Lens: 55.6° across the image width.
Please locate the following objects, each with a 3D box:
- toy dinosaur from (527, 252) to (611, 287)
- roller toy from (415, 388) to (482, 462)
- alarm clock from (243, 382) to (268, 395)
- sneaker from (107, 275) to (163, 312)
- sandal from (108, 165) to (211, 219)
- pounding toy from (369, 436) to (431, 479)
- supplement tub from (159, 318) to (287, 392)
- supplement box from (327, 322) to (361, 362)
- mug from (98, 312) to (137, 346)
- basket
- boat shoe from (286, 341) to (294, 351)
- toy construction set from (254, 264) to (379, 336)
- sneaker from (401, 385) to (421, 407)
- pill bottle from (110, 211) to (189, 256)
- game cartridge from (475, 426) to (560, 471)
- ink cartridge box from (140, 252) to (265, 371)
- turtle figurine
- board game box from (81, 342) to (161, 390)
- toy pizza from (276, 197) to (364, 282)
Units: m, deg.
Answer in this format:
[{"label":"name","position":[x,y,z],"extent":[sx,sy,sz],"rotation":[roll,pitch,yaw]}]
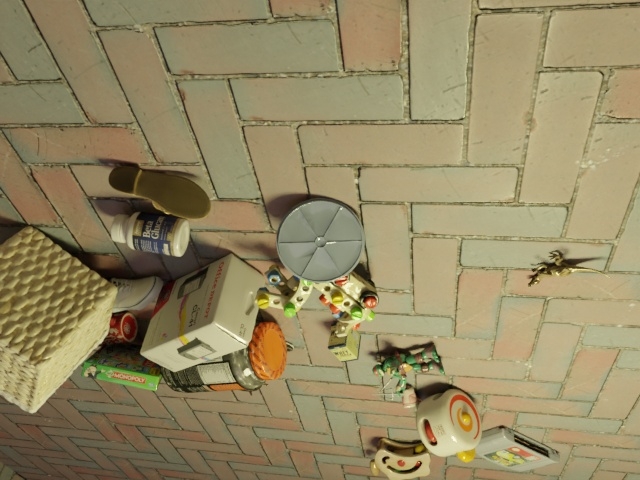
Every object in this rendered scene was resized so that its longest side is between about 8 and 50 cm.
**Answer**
[{"label":"toy dinosaur","position":[0.557,0.066,1.392],"extent":[0.183,0.053,0.093],"rotation":[-13,151,37]},{"label":"roller toy","position":[0.412,0.578,1.923],"extent":[0.191,0.209,0.146],"rotation":[37,134,-21]},{"label":"alarm clock","position":[-0.265,0.451,2.038],"extent":[0.129,0.064,0.192],"rotation":[-8,134,22]},{"label":"sneaker","position":[-0.550,0.145,1.700],"extent":[0.258,0.094,0.091],"rotation":[-19,137,33]},{"label":"sandal","position":[-0.355,-0.107,1.381],"extent":[0.240,0.088,0.079],"rotation":[18,173,2]},{"label":"pounding toy","position":[0.301,0.817,2.346],"extent":[0.270,0.155,0.154],"rotation":[-18,105,19]},{"label":"supplement tub","position":[-0.283,0.337,1.782],"extent":[0.338,0.207,0.207],"rotation":[-10,137,23]},{"label":"supplement box","position":[0.070,0.291,1.741],"extent":[0.056,0.083,0.083],"rotation":[-16,133,28]},{"label":"mug","position":[-0.670,0.274,1.862],"extent":[0.169,0.113,0.150],"rotation":[-6,172,15]},{"label":"basket","position":[-0.758,0.199,1.590],"extent":[0.328,0.331,0.266],"rotation":[36,133,-2]},{"label":"boat shoe","position":[-0.146,0.330,1.876],"extent":[0.125,0.038,0.046],"rotation":[13,141,-3]},{"label":"toy construction set","position":[0.016,0.147,1.524],"extent":[0.215,0.151,0.328],"rotation":[-43,128,18]},{"label":"sneaker","position":[0.296,0.510,1.993],"extent":[0.051,0.070,0.134],"rotation":[-16,164,17]},{"label":"pill bottle","position":[-0.411,-0.019,1.466],"extent":[0.170,0.094,0.094],"rotation":[8,141,3]},{"label":"game cartridge","position":[0.693,0.764,2.203],"extent":[0.294,0.060,0.196],"rotation":[28,142,-21]},{"label":"ink cartridge box","position":[-0.312,0.194,1.600],"extent":[0.306,0.226,0.131],"rotation":[-26,130,35]},{"label":"turtle figurine","position":[0.240,0.383,1.790],"extent":[0.234,0.118,0.175],"rotation":[-20,149,12]},{"label":"board game box","position":[-0.586,0.379,1.875],"extent":[0.214,0.046,0.317],"rotation":[12,-179,-8]},{"label":"toy pizza","position":[0.000,0.000,1.381],"extent":[0.201,0.032,0.201],"rotation":[0,106,-2]}]
